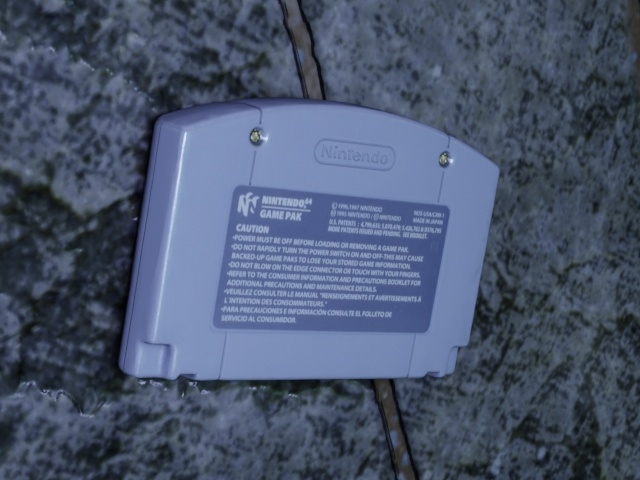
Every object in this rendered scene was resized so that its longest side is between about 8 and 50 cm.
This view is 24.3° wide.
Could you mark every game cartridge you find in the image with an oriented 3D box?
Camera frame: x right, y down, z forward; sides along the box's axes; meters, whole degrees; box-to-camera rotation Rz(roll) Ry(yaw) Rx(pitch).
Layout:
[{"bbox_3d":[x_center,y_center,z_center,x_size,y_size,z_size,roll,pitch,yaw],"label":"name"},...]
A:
[{"bbox_3d":[0.000,0.000,1.055,0.297,0.062,0.198,5,94,-40],"label":"game cartridge"}]
